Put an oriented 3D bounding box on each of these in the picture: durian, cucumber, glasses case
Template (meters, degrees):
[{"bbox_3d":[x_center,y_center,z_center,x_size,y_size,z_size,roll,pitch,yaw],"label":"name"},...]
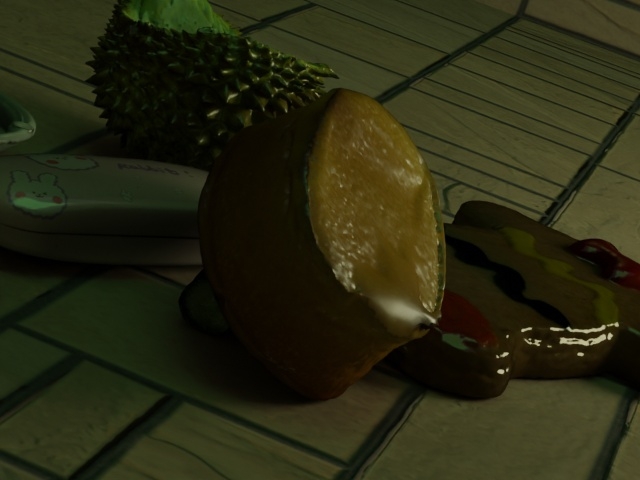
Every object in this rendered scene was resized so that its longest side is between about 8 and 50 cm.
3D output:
[{"bbox_3d":[-0.110,-0.143,1.775,0.237,0.177,0.200,20,26,24],"label":"durian"},{"bbox_3d":[-0.079,0.041,1.467,0.048,0.048,0.105,20,16,5],"label":"cucumber"},{"bbox_3d":[-0.167,-0.025,1.526,0.297,0.075,0.113,3,21,-42],"label":"glasses case"}]

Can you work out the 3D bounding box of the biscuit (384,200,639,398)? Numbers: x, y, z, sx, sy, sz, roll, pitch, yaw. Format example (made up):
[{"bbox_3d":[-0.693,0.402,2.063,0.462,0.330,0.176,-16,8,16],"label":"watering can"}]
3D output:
[{"bbox_3d":[0.163,0.035,1.681,0.394,0.076,0.368,6,22,-34],"label":"biscuit"}]

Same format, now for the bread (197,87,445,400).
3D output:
[{"bbox_3d":[0.000,0.000,1.418,0.195,0.142,0.270,46,31,-24],"label":"bread"}]

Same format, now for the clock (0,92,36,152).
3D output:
[{"bbox_3d":[-0.372,-0.112,1.618,0.236,0.053,0.236,17,15,-5],"label":"clock"}]
